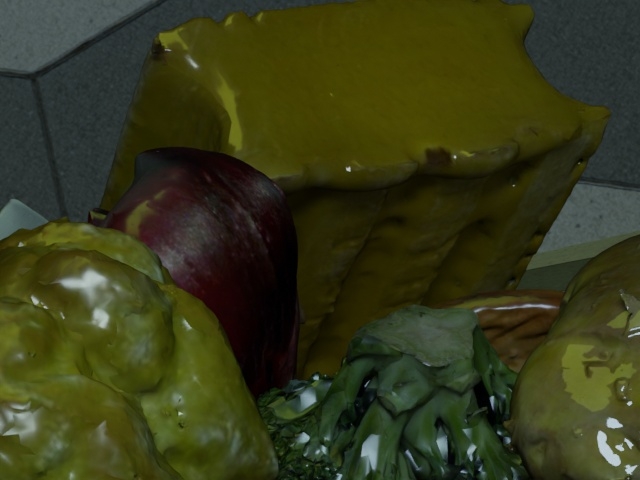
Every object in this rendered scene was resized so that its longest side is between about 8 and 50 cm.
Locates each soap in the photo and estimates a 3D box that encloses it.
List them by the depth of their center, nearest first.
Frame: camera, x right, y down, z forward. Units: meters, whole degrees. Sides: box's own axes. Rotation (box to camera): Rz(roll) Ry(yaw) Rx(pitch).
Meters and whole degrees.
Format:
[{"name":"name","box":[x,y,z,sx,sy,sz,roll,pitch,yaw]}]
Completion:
[{"name":"soap","box":[0.000,0.000,1.304,0.293,0.156,0.335,-13,-34,-29]}]

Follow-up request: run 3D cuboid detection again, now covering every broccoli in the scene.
[{"name":"broccoli","box":[0.044,0.098,0.909,0.162,0.138,0.146,-3,35,-19]}]

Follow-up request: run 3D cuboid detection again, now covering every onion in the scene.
[{"name":"onion","box":[-0.082,0.089,1.032,0.272,0.195,0.272,-53,-5,-7]}]

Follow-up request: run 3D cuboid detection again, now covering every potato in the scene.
[{"name":"potato","box":[0.207,0.053,0.870,0.296,0.141,0.192,-20,29,-39]}]

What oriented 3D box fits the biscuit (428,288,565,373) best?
[{"name":"biscuit","box":[0.091,0.084,1.006,0.224,0.144,0.033,-16,34,10]}]

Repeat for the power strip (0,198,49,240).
[{"name":"power strip","box":[-0.246,0.111,1.014,0.367,0.043,0.106,-43,17,38]}]

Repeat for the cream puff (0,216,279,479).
[{"name":"cream puff","box":[-0.130,0.104,0.769,0.244,0.244,0.196,-9,-32,45]}]
